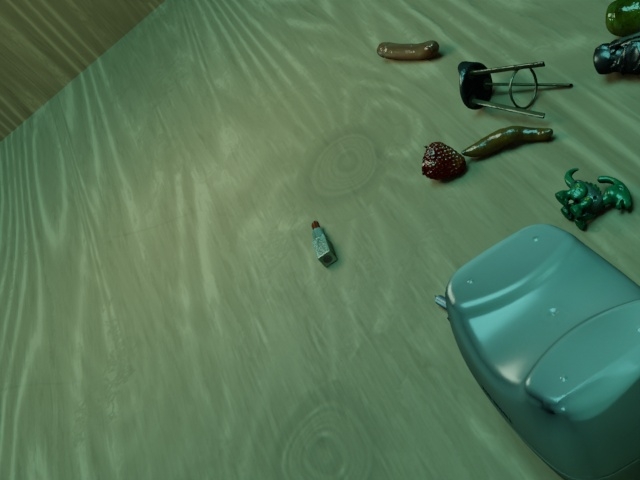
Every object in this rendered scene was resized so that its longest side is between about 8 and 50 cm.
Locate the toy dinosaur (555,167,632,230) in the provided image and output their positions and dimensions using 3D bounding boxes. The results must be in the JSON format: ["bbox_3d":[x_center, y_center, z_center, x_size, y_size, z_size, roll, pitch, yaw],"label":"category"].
[{"bbox_3d":[0.428,-0.073,1.467,0.096,0.059,0.132,-33,44,0],"label":"toy dinosaur"}]

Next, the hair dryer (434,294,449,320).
[{"bbox_3d":[0.218,0.103,1.500,0.063,0.037,0.114,-46,28,-8],"label":"hair dryer"}]

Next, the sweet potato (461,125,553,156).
[{"bbox_3d":[0.338,-0.185,1.679,0.179,0.044,0.044,-14,44,33],"label":"sweet potato"}]

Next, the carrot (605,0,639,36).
[{"bbox_3d":[0.664,-0.407,1.576,0.359,0.074,0.074,-2,51,39],"label":"carrot"}]

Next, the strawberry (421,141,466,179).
[{"bbox_3d":[0.229,-0.147,1.725,0.083,0.073,0.073,14,62,33],"label":"strawberry"}]

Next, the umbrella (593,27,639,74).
[{"bbox_3d":[0.605,-0.320,1.507,0.358,0.106,0.113,3,70,47],"label":"umbrella"}]

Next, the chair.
[{"bbox_3d":[0.347,-0.284,1.736,0.221,0.104,0.095,18,83,49],"label":"chair"}]

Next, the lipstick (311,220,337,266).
[{"bbox_3d":[0.001,-0.001,1.822,0.030,0.030,0.129,-35,35,12],"label":"lipstick"}]

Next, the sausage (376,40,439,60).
[{"bbox_3d":[0.198,-0.425,2.068,0.186,0.043,0.043,13,63,51],"label":"sausage"}]

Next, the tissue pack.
[{"bbox_3d":[0.323,0.156,1.178,0.229,0.236,0.333,-33,35,-2],"label":"tissue pack"}]
